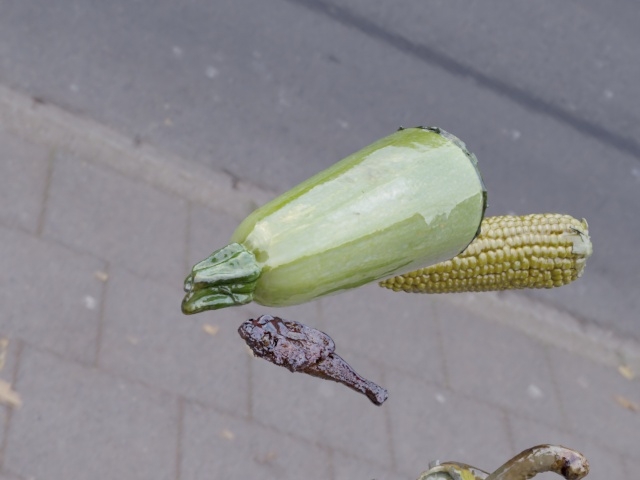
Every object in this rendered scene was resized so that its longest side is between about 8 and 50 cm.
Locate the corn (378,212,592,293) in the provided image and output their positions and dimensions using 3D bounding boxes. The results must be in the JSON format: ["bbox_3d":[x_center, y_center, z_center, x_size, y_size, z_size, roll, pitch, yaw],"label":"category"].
[{"bbox_3d":[0.190,0.017,1.699,0.260,0.091,0.091,-3,23,-8],"label":"corn"}]

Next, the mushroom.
[{"bbox_3d":[0.149,0.202,1.142,0.088,0.130,0.072,27,53,-61],"label":"mushroom"}]

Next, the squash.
[{"bbox_3d":[0.000,0.000,0.878,0.224,0.094,0.094,-24,64,-43],"label":"squash"}]

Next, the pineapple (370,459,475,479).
[{"bbox_3d":[0.061,0.253,0.858,0.114,0.186,0.236,48,63,-43],"label":"pineapple"}]

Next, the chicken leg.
[{"bbox_3d":[-0.011,0.146,1.777,0.205,0.053,0.093,17,23,-27],"label":"chicken leg"}]
